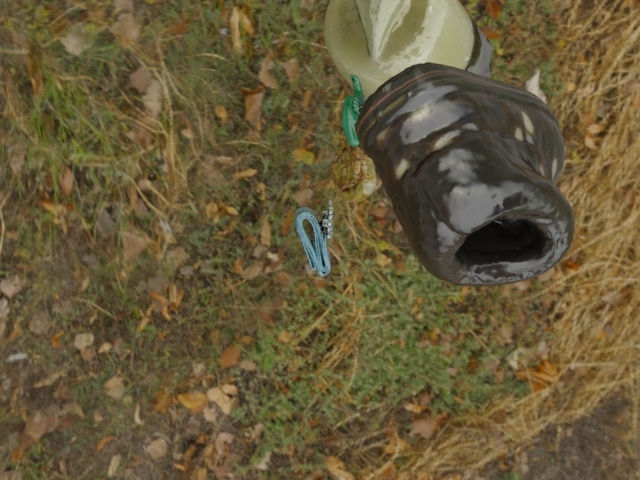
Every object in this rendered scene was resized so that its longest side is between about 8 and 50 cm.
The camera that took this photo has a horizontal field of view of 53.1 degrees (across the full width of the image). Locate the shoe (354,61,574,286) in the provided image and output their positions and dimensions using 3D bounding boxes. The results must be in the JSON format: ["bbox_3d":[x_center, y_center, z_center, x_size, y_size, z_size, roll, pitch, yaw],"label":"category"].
[{"bbox_3d":[0.218,-0.064,0.787,0.171,0.237,0.384,-35,156,32],"label":"shoe"}]

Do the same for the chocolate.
[{"bbox_3d":[0.165,-0.436,1.388,0.314,0.326,0.297,-35,168,18],"label":"chocolate"}]

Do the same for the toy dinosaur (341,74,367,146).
[{"bbox_3d":[0.062,-0.207,1.039,0.096,0.059,0.132,25,58,-60],"label":"toy dinosaur"}]

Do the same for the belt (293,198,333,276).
[{"bbox_3d":[0.000,-0.002,1.541,0.100,0.065,0.179,-14,119,3],"label":"belt"}]

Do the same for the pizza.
[{"bbox_3d":[0.051,-0.134,1.131,0.046,0.175,0.134,3,93,-18],"label":"pizza"}]
